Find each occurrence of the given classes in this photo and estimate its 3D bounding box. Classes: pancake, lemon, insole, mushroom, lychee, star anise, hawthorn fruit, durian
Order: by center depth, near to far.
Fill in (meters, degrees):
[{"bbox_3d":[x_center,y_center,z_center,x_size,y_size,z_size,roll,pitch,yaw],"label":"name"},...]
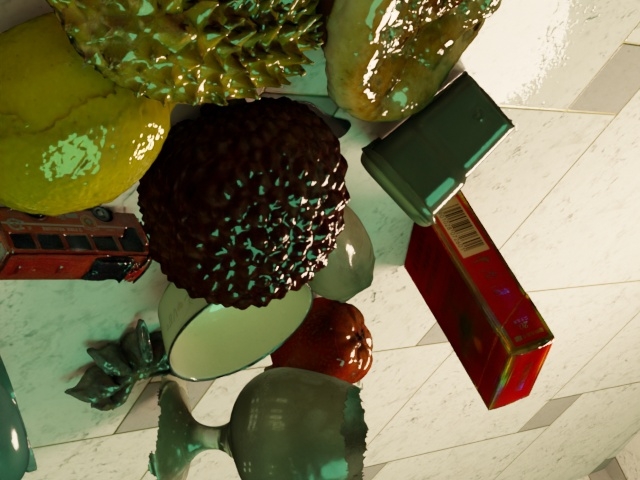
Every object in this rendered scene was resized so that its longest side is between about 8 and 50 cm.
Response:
[{"bbox_3d":[-0.114,-0.230,1.212,0.341,0.191,0.112,9,149,-40],"label":"durian"},{"bbox_3d":[-0.262,-0.129,1.251,0.260,0.204,0.204,-24,152,-29],"label":"lemon"},{"bbox_3d":[0.146,-0.297,1.442,0.387,0.082,0.387,-43,160,-19],"label":"pancake"},{"bbox_3d":[-0.093,-0.064,1.493,0.264,0.300,0.264,-4,-179,0],"label":"lychee"},{"bbox_3d":[-0.008,-0.162,1.663,0.053,0.002,0.152,-46,149,25],"label":"insole"},{"bbox_3d":[0.000,0.000,1.808,0.128,0.128,0.350,-34,149,4],"label":"mushroom"},{"bbox_3d":[-0.295,0.194,1.879,0.208,0.063,0.172,-27,150,-9],"label":"star anise"},{"bbox_3d":[0.000,0.177,2.068,0.173,0.173,0.179,-11,174,-34],"label":"hawthorn fruit"}]

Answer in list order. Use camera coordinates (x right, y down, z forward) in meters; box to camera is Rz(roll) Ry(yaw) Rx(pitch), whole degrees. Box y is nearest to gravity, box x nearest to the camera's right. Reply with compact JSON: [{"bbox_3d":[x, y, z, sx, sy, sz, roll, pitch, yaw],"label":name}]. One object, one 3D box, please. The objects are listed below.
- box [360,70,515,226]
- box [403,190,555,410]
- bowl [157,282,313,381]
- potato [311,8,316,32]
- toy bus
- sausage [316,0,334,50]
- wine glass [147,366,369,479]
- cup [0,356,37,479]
[{"bbox_3d":[0.164,-0.136,1.661,0.178,0.138,0.274,-43,-177,11],"label":"box"},{"bbox_3d":[0.255,0.097,2.009,0.089,0.313,0.197,-18,149,-17],"label":"box"},{"bbox_3d":[-0.139,0.088,1.798,0.237,0.126,0.238,-24,151,-14],"label":"bowl"},{"bbox_3d":[-0.078,-0.233,1.389,0.170,0.080,0.107,-45,116,-11],"label":"potato"},{"bbox_3d":[-0.316,0.005,1.525,0.235,0.096,0.073,5,137,-47],"label":"toy bus"},{"bbox_3d":[0.029,-0.279,1.442,0.077,0.077,0.194,-26,152,-11],"label":"sausage"},{"bbox_3d":[-0.093,0.311,1.948,0.323,0.238,0.238,0,154,11],"label":"wine glass"},{"bbox_3d":[-0.529,0.237,1.585,0.257,0.219,0.290,-21,118,-21],"label":"cup"}]
